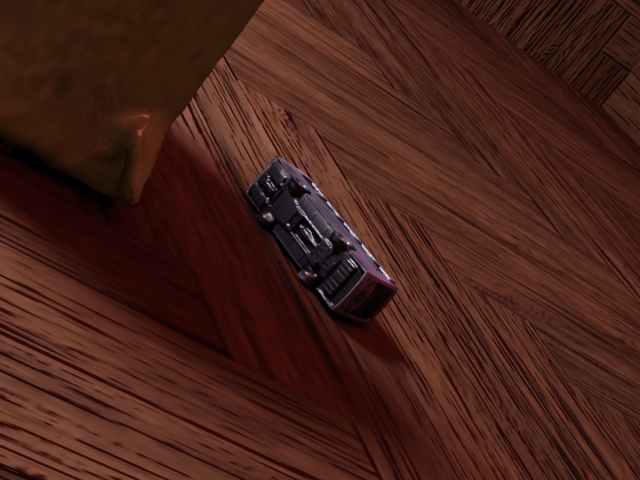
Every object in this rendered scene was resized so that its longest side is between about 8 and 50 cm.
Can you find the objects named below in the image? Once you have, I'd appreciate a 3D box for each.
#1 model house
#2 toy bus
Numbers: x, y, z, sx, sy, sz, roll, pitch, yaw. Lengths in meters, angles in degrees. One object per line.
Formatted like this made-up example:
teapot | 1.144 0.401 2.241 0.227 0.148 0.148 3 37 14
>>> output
model house | -0.149 -0.227 0.898 0.261 0.266 0.321 34 15 -36
toy bus | 0.000 0.000 1.031 0.052 0.037 0.131 31 15 -46
